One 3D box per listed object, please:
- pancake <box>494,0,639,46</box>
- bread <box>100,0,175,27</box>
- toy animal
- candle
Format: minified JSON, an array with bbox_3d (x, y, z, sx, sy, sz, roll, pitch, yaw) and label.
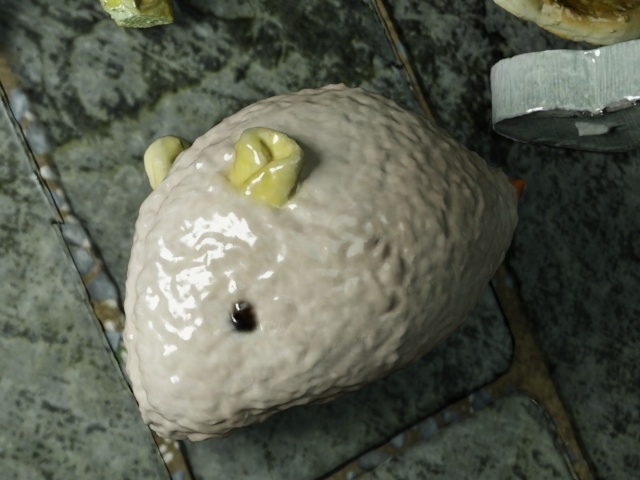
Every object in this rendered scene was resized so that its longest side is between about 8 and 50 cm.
[{"bbox_3d":[0.191,-0.283,1.396,0.282,0.049,0.282,14,54,-21],"label":"pancake"},{"bbox_3d":[-0.149,-0.220,1.245,0.066,0.060,0.110,-6,85,-1],"label":"bread"},{"bbox_3d":[0.005,-0.003,1.218,0.358,0.188,0.226,-23,98,-30],"label":"toy animal"},{"bbox_3d":[0.249,-0.121,1.404,0.168,0.192,0.068,31,58,-69],"label":"candle"}]
